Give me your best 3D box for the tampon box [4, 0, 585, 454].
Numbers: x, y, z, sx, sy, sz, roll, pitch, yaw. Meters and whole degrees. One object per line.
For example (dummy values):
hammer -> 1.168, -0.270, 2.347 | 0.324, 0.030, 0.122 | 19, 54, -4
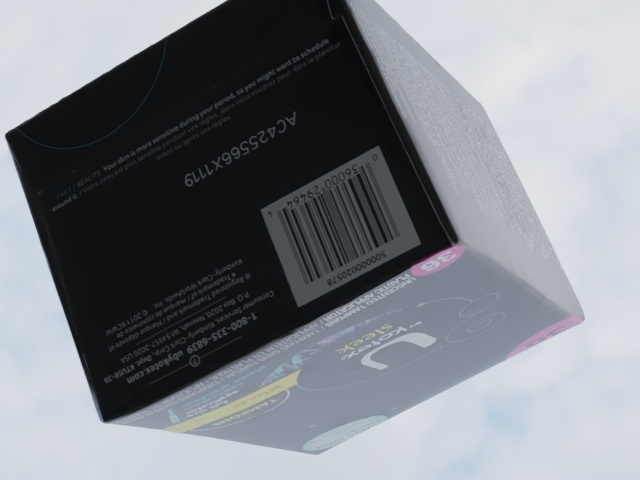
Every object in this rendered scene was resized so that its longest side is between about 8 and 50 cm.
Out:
tampon box -> 0.000, 0.000, 0.443 | 0.120, 0.161, 0.101 | -28, -111, 16
